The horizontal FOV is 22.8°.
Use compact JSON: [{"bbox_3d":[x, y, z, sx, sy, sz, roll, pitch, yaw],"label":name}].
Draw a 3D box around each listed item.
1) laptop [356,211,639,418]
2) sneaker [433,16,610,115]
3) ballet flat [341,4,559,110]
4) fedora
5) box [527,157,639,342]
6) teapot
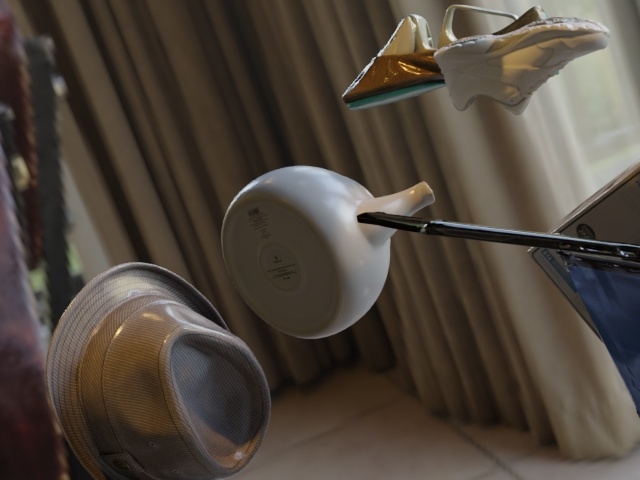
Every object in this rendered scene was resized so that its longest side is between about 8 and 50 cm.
[{"bbox_3d":[0.260,0.109,1.774,0.408,0.236,0.382,7,1,-10],"label":"laptop"},{"bbox_3d":[0.273,-0.228,2.094,0.232,0.115,0.090,-11,12,18],"label":"sneaker"},{"bbox_3d":[0.181,-0.271,2.267,0.342,0.124,0.116,-8,3,31],"label":"ballet flat"},{"bbox_3d":[-0.149,0.160,1.693,0.124,0.275,0.244,0,38,43],"label":"fedora"},{"bbox_3d":[0.414,-0.005,2.014,0.087,0.169,0.290,-37,-3,-39],"label":"box"},{"bbox_3d":[0.000,0.000,2.157,0.256,0.252,0.187,30,41,25],"label":"teapot"}]
